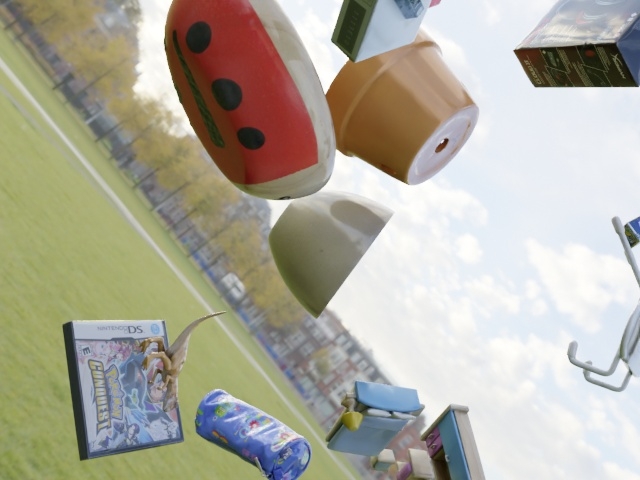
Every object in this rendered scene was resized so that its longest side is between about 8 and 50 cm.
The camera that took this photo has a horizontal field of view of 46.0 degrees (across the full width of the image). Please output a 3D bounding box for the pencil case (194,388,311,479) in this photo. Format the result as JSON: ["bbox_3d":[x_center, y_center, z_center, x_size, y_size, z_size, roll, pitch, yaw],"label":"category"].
[{"bbox_3d":[-0.166,0.460,1.761,0.306,0.133,0.119,20,-56,36],"label":"pencil case"}]

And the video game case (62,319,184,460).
[{"bbox_3d":[-0.407,0.301,1.572,0.248,0.035,0.274,7,65,-53],"label":"video game case"}]

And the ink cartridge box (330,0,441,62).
[{"bbox_3d":[0.146,-0.381,0.978,0.060,0.239,0.275,47,-38,21],"label":"ink cartridge box"}]

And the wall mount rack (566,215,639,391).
[{"bbox_3d":[0.604,0.138,1.502,0.131,0.304,0.350,21,-8,32],"label":"wall mount rack"}]

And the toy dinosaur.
[{"bbox_3d":[-0.266,0.205,1.375,0.112,0.211,0.064,17,7,-32],"label":"toy dinosaur"}]

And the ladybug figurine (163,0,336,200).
[{"bbox_3d":[-0.132,-0.248,1.270,0.305,0.162,0.449,15,-44,50],"label":"ladybug figurine"}]

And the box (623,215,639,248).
[{"bbox_3d":[0.821,-0.044,1.860,0.059,0.169,0.054,59,-18,18],"label":"box"}]

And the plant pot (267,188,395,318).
[{"bbox_3d":[0.000,0.000,1.614,0.191,0.284,0.284,35,-9,3],"label":"plant pot"}]

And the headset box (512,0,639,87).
[{"bbox_3d":[0.543,-0.410,1.482,0.110,0.218,0.293,49,-14,-27],"label":"headset box"}]

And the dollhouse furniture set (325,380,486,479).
[{"bbox_3d":[0.140,0.464,1.544,0.304,0.286,0.198,14,41,-19],"label":"dollhouse furniture set"}]

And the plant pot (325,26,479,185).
[{"bbox_3d":[0.167,-0.244,1.462,0.203,0.291,0.291,46,-10,21],"label":"plant pot"}]
